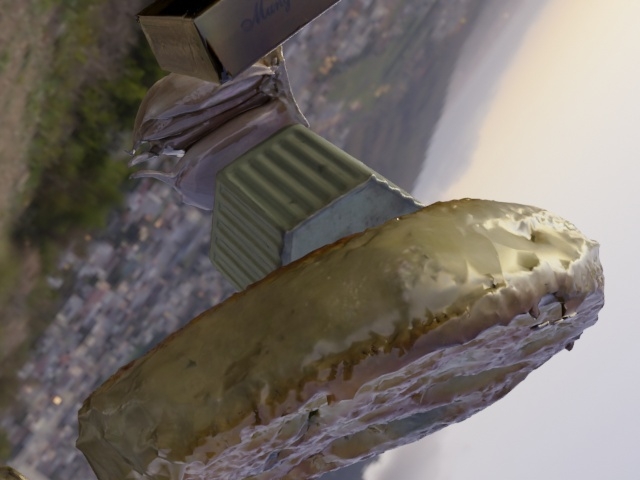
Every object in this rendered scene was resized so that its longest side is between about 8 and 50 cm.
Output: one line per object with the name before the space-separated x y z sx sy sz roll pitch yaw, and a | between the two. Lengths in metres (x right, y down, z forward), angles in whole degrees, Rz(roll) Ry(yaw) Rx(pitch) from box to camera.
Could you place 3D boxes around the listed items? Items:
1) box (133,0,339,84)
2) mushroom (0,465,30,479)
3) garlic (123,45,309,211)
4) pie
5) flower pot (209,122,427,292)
box | -0.074 -0.220 1.191 0.159 0.071 0.240 -35 -161 -10
mushroom | -0.346 0.255 1.065 0.270 0.118 0.103 -4 120 -38
garlic | -0.142 -0.162 1.885 0.292 0.210 0.237 -33 165 4
pie | 0.020 0.074 0.732 0.315 0.092 0.315 -22 160 -8
flower pot | 0.000 0.000 1.539 0.209 0.239 0.189 -56 -141 4
